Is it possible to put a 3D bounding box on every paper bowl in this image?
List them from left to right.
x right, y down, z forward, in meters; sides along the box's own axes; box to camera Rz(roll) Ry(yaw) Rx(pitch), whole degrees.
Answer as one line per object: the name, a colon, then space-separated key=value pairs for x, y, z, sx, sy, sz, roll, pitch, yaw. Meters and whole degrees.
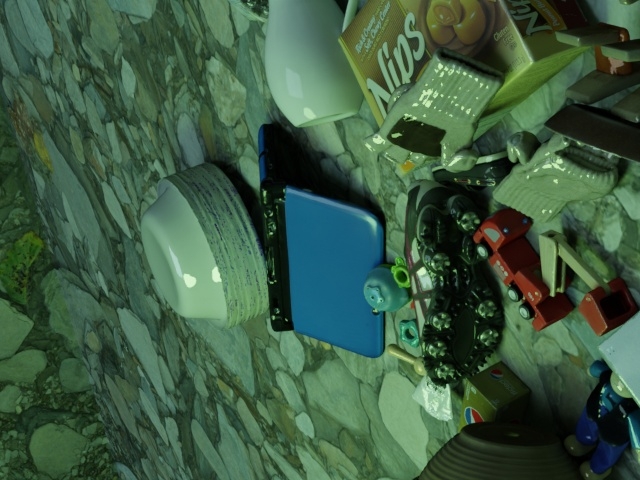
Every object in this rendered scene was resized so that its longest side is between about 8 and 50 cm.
paper bowl: x=-0.208 y=0.020 z=2.091 sx=0.284 sy=0.148 sz=0.284 roll=52 pitch=154 yaw=38

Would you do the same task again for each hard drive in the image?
hard drive: x=0.354 y=0.136 z=1.234 sx=0.135 sy=0.022 sz=0.094 roll=56 pitch=130 yaw=18

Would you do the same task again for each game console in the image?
game console: x=0.000 y=0.000 z=1.839 sx=0.250 sy=0.173 sz=0.293 roll=-95 pitch=3 yaw=-50

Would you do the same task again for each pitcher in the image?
pitcher: x=0.002 y=-0.256 z=1.510 sx=0.178 sy=0.125 sz=0.207 roll=-13 pitch=90 yaw=49

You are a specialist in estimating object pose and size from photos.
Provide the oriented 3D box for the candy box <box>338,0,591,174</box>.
candy box: x=0.141 y=-0.212 z=1.288 sx=0.183 sy=0.088 sz=0.316 roll=66 pitch=156 yaw=8

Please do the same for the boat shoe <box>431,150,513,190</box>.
boat shoe: x=0.173 y=-0.076 z=1.401 sx=0.133 sy=0.049 sz=0.042 roll=-4 pitch=101 yaw=59

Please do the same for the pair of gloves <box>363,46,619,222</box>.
pair of gloves: x=0.179 y=-0.091 z=1.236 sx=0.240 sy=0.042 sz=0.204 roll=25 pitch=156 yaw=-12

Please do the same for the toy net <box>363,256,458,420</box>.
toy net: x=0.141 y=0.134 z=1.672 sx=0.122 sy=0.045 sz=0.232 roll=-29 pitch=89 yaw=44

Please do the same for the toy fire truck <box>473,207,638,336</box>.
toy fire truck: x=0.253 y=0.033 z=1.346 sx=0.192 sy=0.047 sz=0.135 roll=58 pitch=154 yaw=17

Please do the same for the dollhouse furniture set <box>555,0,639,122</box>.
dollhouse furniture set: x=0.291 y=-0.237 z=0.977 sx=0.259 sy=0.135 sz=0.262 roll=-141 pitch=34 yaw=-63

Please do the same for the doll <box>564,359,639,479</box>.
doll: x=0.325 y=0.198 z=1.353 sx=0.189 sy=0.046 sz=0.129 roll=97 pitch=152 yaw=-49

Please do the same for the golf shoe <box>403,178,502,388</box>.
golf shoe: x=0.158 y=0.052 z=1.519 sx=0.120 sy=0.105 sz=0.272 roll=-125 pitch=27 yaw=-60

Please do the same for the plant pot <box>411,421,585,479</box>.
plant pot: x=0.222 y=0.284 z=1.459 sx=0.237 sy=0.237 sz=0.109 roll=13 pitch=101 yaw=60

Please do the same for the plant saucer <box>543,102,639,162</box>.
plant saucer: x=0.281 y=-0.089 z=1.073 sx=0.168 sy=0.168 sz=0.029 roll=31 pitch=110 yaw=50

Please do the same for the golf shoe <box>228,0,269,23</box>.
golf shoe: x=-0.084 y=-0.332 z=1.679 sx=0.176 sy=0.069 sz=0.086 roll=47 pitch=170 yaw=40

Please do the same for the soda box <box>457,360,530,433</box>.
soda box: x=0.221 y=0.245 z=1.590 sx=0.061 sy=0.058 sz=0.181 roll=46 pitch=150 yaw=36
